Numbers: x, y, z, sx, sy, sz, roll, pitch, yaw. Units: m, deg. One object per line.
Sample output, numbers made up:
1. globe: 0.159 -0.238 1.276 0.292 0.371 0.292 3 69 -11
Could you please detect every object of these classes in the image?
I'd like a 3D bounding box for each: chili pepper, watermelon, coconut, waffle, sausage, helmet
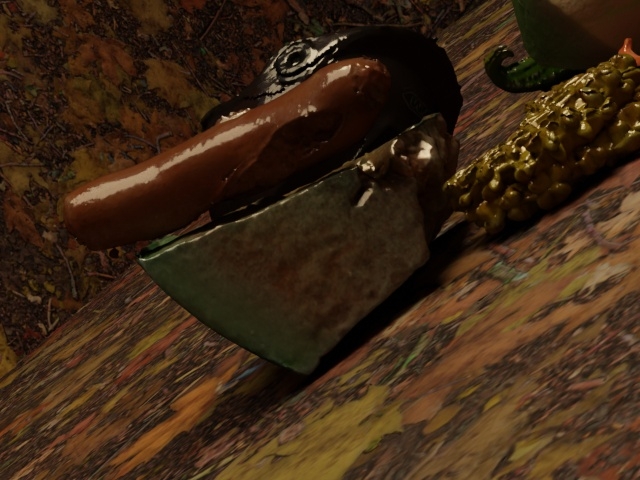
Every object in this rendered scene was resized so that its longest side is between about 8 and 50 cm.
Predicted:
1. chili pepper: 0.334 -0.262 1.871 0.359 0.076 0.085 -35 -13 -25
2. watermelon: 0.000 0.016 1.444 0.302 0.151 0.264 -24 4 9
3. coconut: 0.296 -0.280 1.686 0.236 0.236 0.204 -31 -30 33
4. waffle: 0.196 -0.082 1.378 0.197 0.070 0.193 -32 9 28
5. sausage: -0.078 -0.071 1.406 0.326 0.079 0.087 -24 -17 16
6. helmet: 0.013 -0.072 1.652 0.305 0.225 0.177 -34 35 24

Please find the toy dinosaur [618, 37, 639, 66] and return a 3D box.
1. toy dinosaur: 0.371 -0.217 1.472 0.101 0.055 0.279 -62 17 -14
